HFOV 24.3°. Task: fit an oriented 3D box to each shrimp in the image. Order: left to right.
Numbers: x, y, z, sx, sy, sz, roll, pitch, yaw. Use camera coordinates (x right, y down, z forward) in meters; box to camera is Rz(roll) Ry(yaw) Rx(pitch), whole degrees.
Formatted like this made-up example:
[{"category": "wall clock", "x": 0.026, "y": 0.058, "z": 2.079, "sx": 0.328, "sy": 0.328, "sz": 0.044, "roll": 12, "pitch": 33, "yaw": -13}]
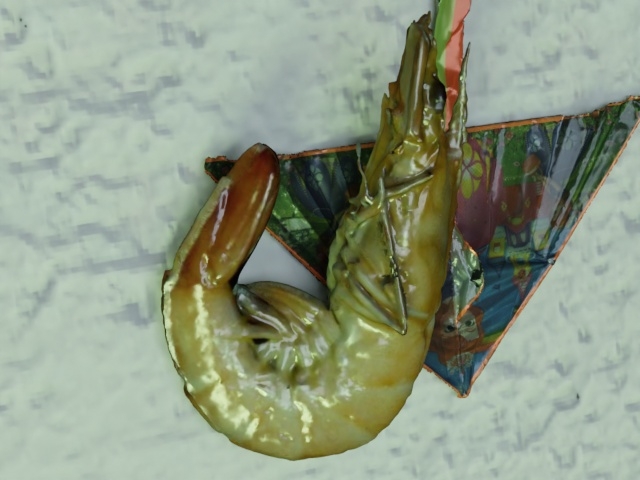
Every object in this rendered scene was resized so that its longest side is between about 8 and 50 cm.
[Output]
[{"category": "shrimp", "x": -0.001, "y": -0.002, "z": 0.505, "sx": 0.095, "sy": 0.045, "sz": 0.162, "roll": 12, "pitch": 103, "yaw": -2}]

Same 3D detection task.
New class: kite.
[{"category": "kite", "x": 0.049, "y": -0.018, "z": 0.544, "sx": 0.190, "sy": 0.010, "sz": 0.159, "roll": -11, "pitch": 101, "yaw": -25}]
